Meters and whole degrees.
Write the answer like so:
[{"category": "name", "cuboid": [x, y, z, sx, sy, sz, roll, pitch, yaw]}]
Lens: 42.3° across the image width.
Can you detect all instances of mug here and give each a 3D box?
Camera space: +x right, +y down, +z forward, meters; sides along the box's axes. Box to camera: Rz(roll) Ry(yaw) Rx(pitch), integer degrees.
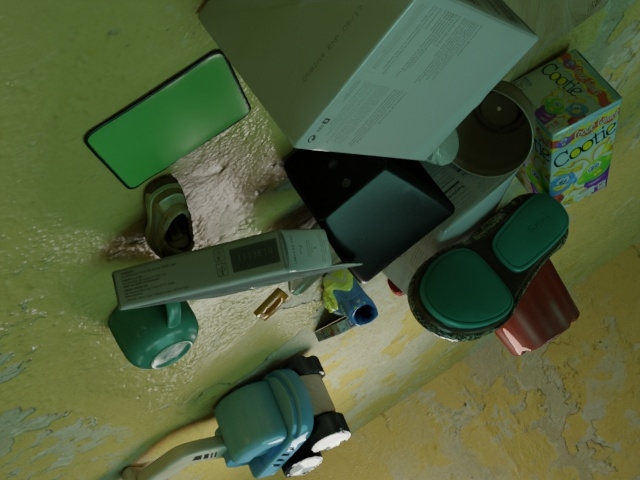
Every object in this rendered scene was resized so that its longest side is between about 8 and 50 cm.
[{"category": "mug", "cuboid": [-0.263, 0.141, 1.321, 0.129, 0.097, 0.158, -32, 159, -7]}]

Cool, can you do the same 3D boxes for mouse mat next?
[{"category": "mouse mat", "cuboid": [-0.177, -0.139, 0.991, 0.189, 0.007, 0.153, -33, 158, -4]}]

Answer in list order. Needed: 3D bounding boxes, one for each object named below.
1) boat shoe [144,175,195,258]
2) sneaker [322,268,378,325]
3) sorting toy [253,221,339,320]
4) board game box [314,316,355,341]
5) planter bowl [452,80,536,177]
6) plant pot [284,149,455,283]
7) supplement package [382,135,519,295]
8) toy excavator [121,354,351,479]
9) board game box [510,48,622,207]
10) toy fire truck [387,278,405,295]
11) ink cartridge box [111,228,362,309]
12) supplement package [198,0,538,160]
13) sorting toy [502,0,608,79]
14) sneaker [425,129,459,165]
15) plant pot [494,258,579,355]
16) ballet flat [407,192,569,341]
[{"category": "boat shoe", "cuboid": [-0.202, -0.008, 1.136, 0.068, 0.072, 0.190, -29, 158, -15]}, {"category": "sneaker", "cuboid": [0.065, 0.144, 1.777, 0.091, 0.126, 0.240, -34, 158, -3]}, {"category": "sorting toy", "cuboid": [0.000, 0.000, 1.453, 0.347, 0.047, 0.196, -43, 163, -14]}, {"category": "board game box", "cuboid": [0.058, 0.196, 1.944, 0.103, 0.026, 0.154, -25, 176, -25]}, {"category": "planter bowl", "cuboid": [0.287, -0.201, 1.376, 0.109, 0.162, 0.162, -51, 175, -46]}, {"category": "plant pot", "cuboid": [0.056, -0.079, 1.242, 0.187, 0.188, 0.167, -39, 147, 11]}, {"category": "supplement package", "cuboid": [0.211, -0.052, 1.513, 0.204, 0.145, 0.262, -38, 162, -25]}, {"category": "toy excavator", "cuboid": [-0.219, 0.485, 2.022, 0.445, 0.222, 0.433, 1, 141, -36]}, {"category": "board game box", "cuboid": [0.450, -0.194, 1.552, 0.142, 0.144, 0.275, -28, 148, -3]}, {"category": "toy fire truck", "cuboid": [0.256, 0.074, 2.022, 0.192, 0.047, 0.135, -36, 160, 1]}, {"category": "ink cartridge box", "cuboid": [-0.109, 0.038, 1.167, 0.275, 0.060, 0.239, -14, 176, 25]}, {"category": "supplement package", "cuboid": [0.056, -0.228, 0.887, 0.199, 0.198, 0.262, -48, 155, 27]}, {"category": "sorting toy", "cuboid": [0.266, -0.342, 1.111, 0.255, 0.089, 0.257, -36, 159, 1]}, {"category": "sneaker", "cuboid": [0.155, -0.196, 1.276, 0.085, 0.086, 0.237, -61, 152, -19]}, {"category": "plant pot", "cuboid": [0.500, 0.129, 2.100, 0.272, 0.265, 0.272, -34, 179, -1]}, {"category": "ballet flat", "cuboid": [0.277, 0.069, 1.456, 0.482, 0.164, 0.182, -34, 169, -43]}]
